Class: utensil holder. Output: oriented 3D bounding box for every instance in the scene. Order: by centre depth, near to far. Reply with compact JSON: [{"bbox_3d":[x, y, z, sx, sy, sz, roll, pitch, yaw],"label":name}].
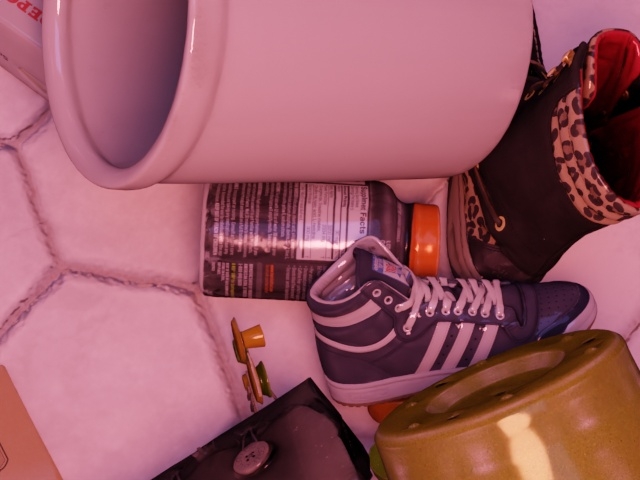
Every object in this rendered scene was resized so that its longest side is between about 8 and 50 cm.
[{"bbox_3d":[-0.032,-0.210,1.876,0.385,0.327,0.328,0,67,-31],"label":"utensil holder"}]

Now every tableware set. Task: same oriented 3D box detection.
[{"bbox_3d":[-0.066,0.121,1.911,0.024,0.154,0.104,-15,75,-8],"label":"tableware set"}]

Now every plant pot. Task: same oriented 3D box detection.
[{"bbox_3d":[0.220,0.280,1.690,0.366,0.366,0.353,-24,96,-11],"label":"plant pot"}]

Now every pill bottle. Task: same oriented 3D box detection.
[{"bbox_3d":[0.000,0.000,1.972,0.245,0.130,0.130,4,69,-2],"label":"pill bottle"}]

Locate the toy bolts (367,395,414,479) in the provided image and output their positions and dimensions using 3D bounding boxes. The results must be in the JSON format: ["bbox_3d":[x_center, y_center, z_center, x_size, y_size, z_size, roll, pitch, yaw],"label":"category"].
[{"bbox_3d":[0.167,0.212,1.926,0.228,0.158,0.218,-20,31,0],"label":"toy bolts"}]

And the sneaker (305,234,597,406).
[{"bbox_3d":[0.123,0.060,1.882,0.282,0.153,0.099,-16,31,7],"label":"sneaker"}]

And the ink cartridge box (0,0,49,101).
[{"bbox_3d":[-0.211,-0.280,2.071,0.211,0.121,0.289,35,71,9],"label":"ink cartridge box"}]

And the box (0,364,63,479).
[{"bbox_3d":[-0.373,0.239,1.920,0.201,0.021,0.164,-27,73,-12],"label":"box"}]

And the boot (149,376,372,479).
[{"bbox_3d":[-0.138,0.332,1.707,0.445,0.146,0.367,-26,32,-1],"label":"boot"}]

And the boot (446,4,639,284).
[{"bbox_3d":[0.231,-0.146,1.946,0.138,0.284,0.377,10,70,-23],"label":"boot"}]
